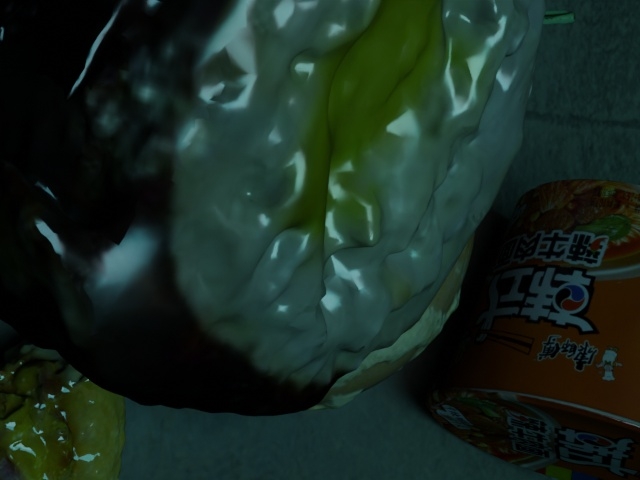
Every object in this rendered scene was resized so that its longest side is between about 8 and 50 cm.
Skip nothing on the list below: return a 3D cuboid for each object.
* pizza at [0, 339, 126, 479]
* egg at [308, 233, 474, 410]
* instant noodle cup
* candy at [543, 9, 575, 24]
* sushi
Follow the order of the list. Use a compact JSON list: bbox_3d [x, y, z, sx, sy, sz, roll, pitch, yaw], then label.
[{"bbox_3d":[-0.257,0.207,0.678,0.409,0.114,0.278,-55,127,-21],"label":"pizza"},{"bbox_3d":[0.000,0.000,0.780,0.245,0.203,0.203,-46,119,-21],"label":"egg"},{"bbox_3d":[0.227,0.080,0.946,0.250,0.250,0.192,32,66,-34],"label":"instant noodle cup"},{"bbox_3d":[0.084,-0.164,0.892,0.262,0.073,0.077,-8,121,-27],"label":"candy"},{"bbox_3d":[-0.080,-0.082,0.568,0.299,0.294,0.281,-55,146,-20],"label":"sushi"}]
